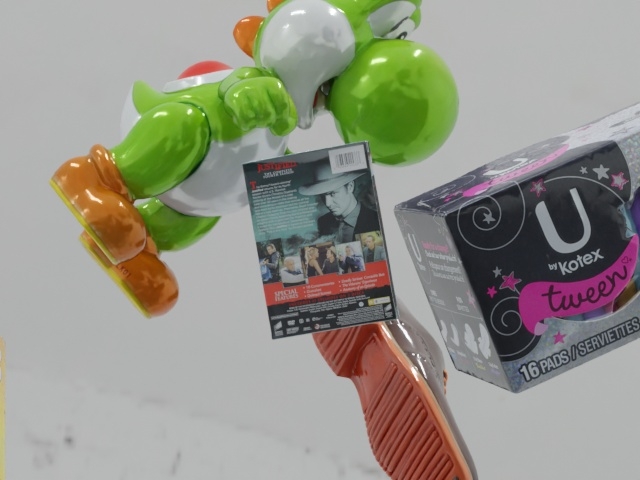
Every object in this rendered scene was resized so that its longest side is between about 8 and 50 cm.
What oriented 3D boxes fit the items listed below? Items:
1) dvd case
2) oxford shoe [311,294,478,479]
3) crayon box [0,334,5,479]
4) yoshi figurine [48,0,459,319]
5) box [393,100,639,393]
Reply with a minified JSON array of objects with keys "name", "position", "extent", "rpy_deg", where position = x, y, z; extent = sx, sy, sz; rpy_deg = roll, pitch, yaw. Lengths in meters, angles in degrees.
[{"name":"dvd case","position":[0.000,0.000,1.235],"extent":[0.087,0.013,0.119],"rpy_deg":[-11,-90,9]},{"name":"oxford shoe","position":[0.089,0.137,1.722],"extent":[0.098,0.271,0.097],"rpy_deg":[2,-45,-36]},{"name":"crayon box","position":[-0.295,0.081,1.305],"extent":[0.081,0.278,0.165],"rpy_deg":[-30,-67,3]},{"name":"yoshi figurine","position":[-0.028,-0.080,1.566],"extent":[0.362,0.203,0.203],"rpy_deg":[-39,-71,-11]},{"name":"box","position":[0.201,-0.009,1.354],"extent":[0.247,0.163,0.142],"rpy_deg":[-24,-84,-9]}]
